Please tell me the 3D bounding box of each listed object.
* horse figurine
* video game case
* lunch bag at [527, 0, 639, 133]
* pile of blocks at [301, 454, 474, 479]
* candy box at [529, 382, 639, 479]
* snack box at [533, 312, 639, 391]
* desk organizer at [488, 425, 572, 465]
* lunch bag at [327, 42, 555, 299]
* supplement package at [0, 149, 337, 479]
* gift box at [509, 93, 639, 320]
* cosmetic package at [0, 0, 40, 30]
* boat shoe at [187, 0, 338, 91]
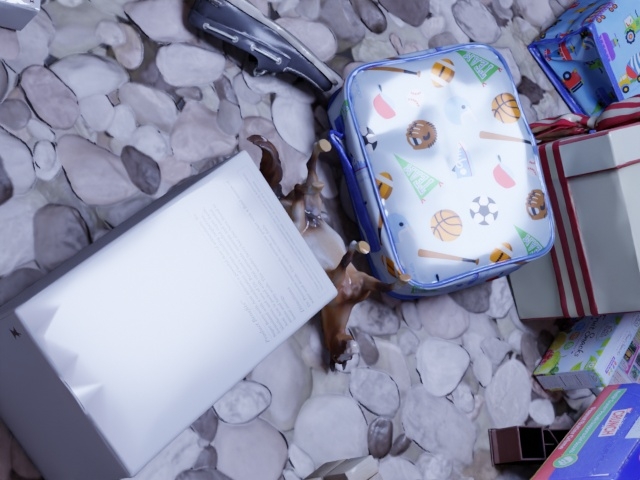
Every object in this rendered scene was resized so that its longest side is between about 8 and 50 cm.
[{"bbox_3d":[0.000,0.000,1.240,0.066,0.174,0.263,-27,79,-30],"label":"horse figurine"},{"bbox_3d":[0.427,0.175,1.568,0.157,0.019,0.143,47,54,-14],"label":"video game case"},{"bbox_3d":[0.487,-0.242,1.661,0.221,0.138,0.293,-42,107,-26],"label":"lunch bag"},{"bbox_3d":[0.130,0.328,1.242,0.362,0.113,0.149,15,67,-32],"label":"pile of blocks"},{"bbox_3d":[0.398,0.368,1.364,0.268,0.122,0.317,-30,105,-50],"label":"candy box"},{"bbox_3d":[0.357,0.137,1.474,0.037,0.100,0.141,55,52,-19],"label":"snack box"},{"bbox_3d":[0.280,0.259,1.412,0.130,0.050,0.047,7,72,-35],"label":"desk organizer"},{"bbox_3d":[0.138,-0.089,1.358,0.243,0.115,0.303,-15,82,-15],"label":"lunch bag"},{"bbox_3d":[-0.165,0.074,1.066,0.293,0.175,0.177,-39,101,-38],"label":"supplement package"},{"bbox_3d":[0.388,-0.052,1.476,0.276,0.255,0.258,-17,94,-41],"label":"gift box"},{"bbox_3d":[-0.340,-0.343,1.146,0.099,0.060,0.239,9,70,-32],"label":"cosmetic package"},{"bbox_3d":[-0.068,-0.230,1.324,0.206,0.075,0.065,34,101,-29],"label":"boat shoe"}]
